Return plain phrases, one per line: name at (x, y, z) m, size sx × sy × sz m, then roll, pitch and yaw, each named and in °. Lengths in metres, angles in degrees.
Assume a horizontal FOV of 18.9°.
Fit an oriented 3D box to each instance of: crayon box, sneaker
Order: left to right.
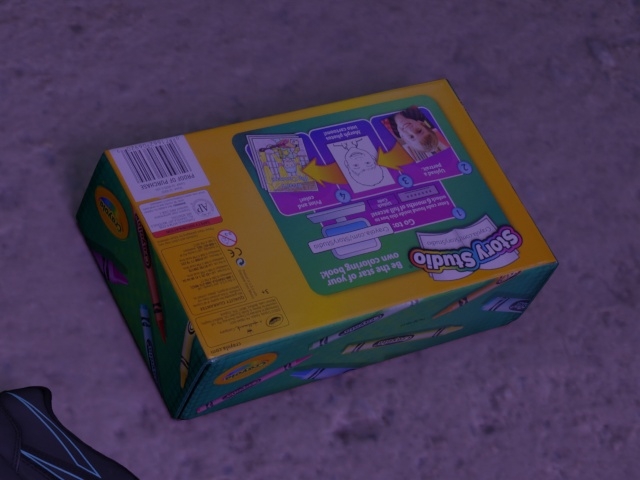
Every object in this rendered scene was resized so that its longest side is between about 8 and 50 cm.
sneaker at (-0.118, 0.186, 1.088) m, size 0.267 × 0.101 × 0.106 m, roll 47°, pitch 44°, yaw 9°
crayon box at (0.000, 0.000, 1.282) m, size 0.278 × 0.081 × 0.165 m, roll -14°, pitch 62°, yaw -30°
